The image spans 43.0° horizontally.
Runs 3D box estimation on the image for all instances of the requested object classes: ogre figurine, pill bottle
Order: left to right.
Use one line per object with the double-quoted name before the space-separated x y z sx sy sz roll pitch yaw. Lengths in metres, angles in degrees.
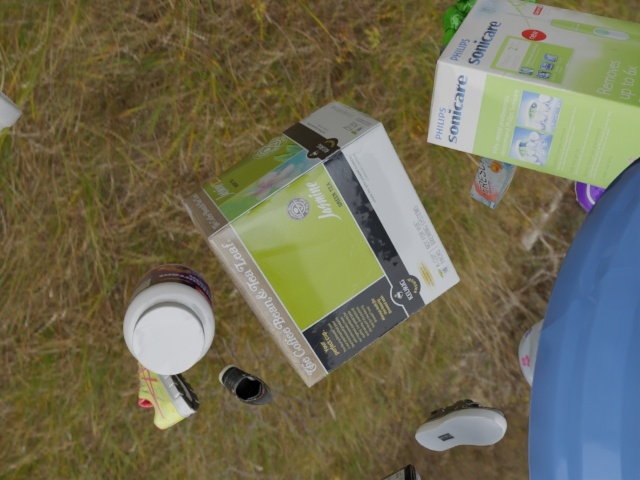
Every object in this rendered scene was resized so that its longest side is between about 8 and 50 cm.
"pill bottle" -0.183 0.097 0.994 0.108 0.193 0.108 -1 99 -9
"ogre figurine" 0.259 -0.367 1.315 0.097 0.118 0.197 1 144 -20

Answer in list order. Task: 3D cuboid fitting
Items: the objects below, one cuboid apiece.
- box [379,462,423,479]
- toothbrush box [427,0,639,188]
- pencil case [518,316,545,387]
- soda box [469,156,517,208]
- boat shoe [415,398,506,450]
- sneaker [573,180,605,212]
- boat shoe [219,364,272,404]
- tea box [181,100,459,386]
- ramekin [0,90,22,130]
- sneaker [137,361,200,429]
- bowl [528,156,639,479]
"box" 0.159 0.471 1.060 0.076 0.307 0.242 -32 99 10
"toothbrush box" 0.298 -0.183 0.991 0.283 0.206 0.122 17 133 18
"pencil case" 0.361 0.125 1.034 0.113 0.124 0.273 -9 162 -19
"soda box" 0.333 -0.138 1.523 0.063 0.058 0.183 -50 162 -25
"boat shoe" 0.253 0.316 1.433 0.080 0.076 0.228 37 147 -6
"sneaker" 0.487 -0.164 1.221 0.102 0.146 0.293 34 104 5
"boat shoe" -0.113 0.241 1.306 0.049 0.042 0.133 -53 144 -8
"tea box" 0.000 0.000 1.367 0.323 0.220 0.329 -34 117 -8
"ramekin" -0.413 -0.157 0.803 0.109 0.207 0.207 -49 130 -4
"sneaker" -0.307 0.258 1.497 0.094 0.208 0.081 -43 140 6
"bowl" 0.285 0.123 0.491 0.391 0.077 0.391 4 83 -34
